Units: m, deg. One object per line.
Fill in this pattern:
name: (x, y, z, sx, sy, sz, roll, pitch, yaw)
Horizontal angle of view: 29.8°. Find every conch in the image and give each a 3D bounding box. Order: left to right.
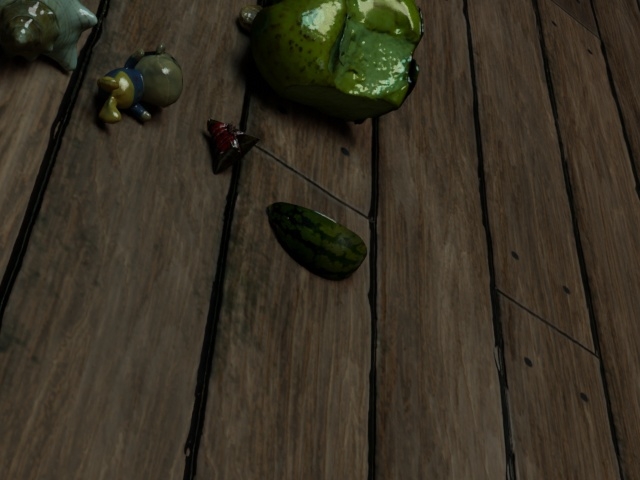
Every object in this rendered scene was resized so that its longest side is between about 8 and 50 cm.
conch: (-0.339, -0.282, 1.516, 0.137, 0.114, 0.234, 60, 26, -5)

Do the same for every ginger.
ginger: (-0.056, -0.337, 1.948, 0.165, 0.067, 0.096, -6, 60, -36)

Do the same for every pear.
pear: (0.017, -0.330, 1.855, 0.255, 0.164, 0.238, 16, 77, -38)

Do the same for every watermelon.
watermelon: (-0.003, 0.011, 1.653, 0.163, 0.087, 0.069, 32, 72, -19)

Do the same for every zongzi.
zongzi: (-0.113, -0.133, 1.649, 0.067, 0.074, 0.083, 46, 28, -38)

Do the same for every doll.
doll: (-0.232, -0.207, 1.582, 0.089, 0.102, 0.179, 10, 31, 15)
